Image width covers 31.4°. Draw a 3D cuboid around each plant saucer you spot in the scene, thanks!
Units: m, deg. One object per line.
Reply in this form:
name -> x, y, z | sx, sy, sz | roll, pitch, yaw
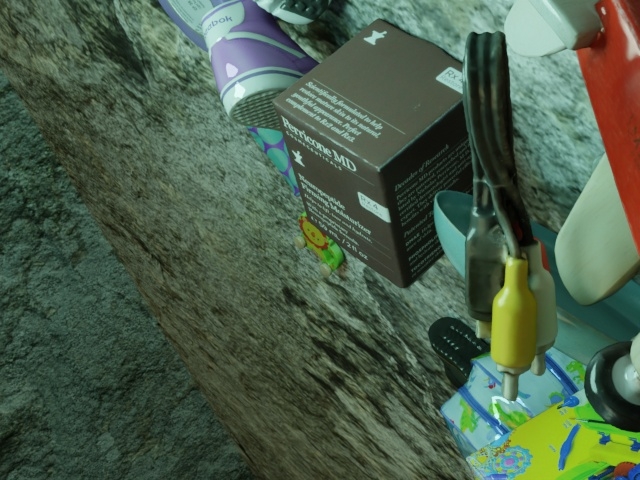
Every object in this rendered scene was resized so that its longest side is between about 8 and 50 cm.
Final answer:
plant saucer -> 0.237, 0.053, 1.071 | 0.318, 0.043, 0.317 | 27, -164, -8

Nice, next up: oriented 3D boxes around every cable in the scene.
cable -> 0.145, -0.029, 0.822 | 0.072, 0.139, 0.287 | 8, 127, 17

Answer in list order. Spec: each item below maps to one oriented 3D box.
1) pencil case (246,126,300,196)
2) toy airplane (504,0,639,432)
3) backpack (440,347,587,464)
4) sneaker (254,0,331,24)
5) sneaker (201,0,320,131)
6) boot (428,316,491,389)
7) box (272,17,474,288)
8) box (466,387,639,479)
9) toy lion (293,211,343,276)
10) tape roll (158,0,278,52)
pencil case -> -0.053, -0.135, 1.619 | 0.151, 0.064, 0.070 | 53, 145, -8
toy airplane -> 0.282, -0.077, 0.754 | 0.386, 0.273, 0.384 | -134, 43, -68
backpack -> 0.299, 0.261, 1.350 | 0.290, 0.273, 0.355 | -123, 18, -56
sneaker -> -0.093, -0.364, 1.252 | 0.292, 0.110, 0.118 | 47, -172, -13
sneaker -> -0.033, -0.203, 1.327 | 0.282, 0.102, 0.161 | 17, -135, -60
boot -> 0.239, 0.208, 1.628 | 0.198, 0.077, 0.137 | 52, 171, 36
box -> 0.078, -0.094, 1.245 | 0.168, 0.167, 0.203 | 36, 157, 35
box -> 0.339, 0.268, 1.062 | 0.177, 0.279, 0.290 | 65, 173, -29
toy lion -> 0.000, 0.000, 1.818 | 0.100, 0.034, 0.096 | 47, 153, 6
tape roll -> -0.141, -0.329, 1.428 | 0.189, 0.080, 0.189 | 43, 161, 19
